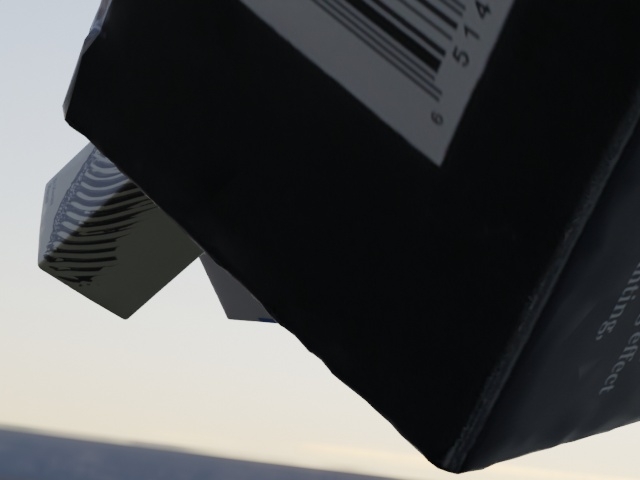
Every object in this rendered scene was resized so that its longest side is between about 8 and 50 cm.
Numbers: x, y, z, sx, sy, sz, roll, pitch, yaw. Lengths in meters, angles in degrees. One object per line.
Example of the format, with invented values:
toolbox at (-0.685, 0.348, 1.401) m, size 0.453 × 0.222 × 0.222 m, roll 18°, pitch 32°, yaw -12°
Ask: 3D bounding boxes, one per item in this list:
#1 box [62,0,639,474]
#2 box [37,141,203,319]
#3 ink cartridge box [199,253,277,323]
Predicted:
box at (0.157, -0.125, 0.637) m, size 0.395 × 0.293 × 0.212 m, roll -7°, pitch 39°, yaw -45°
box at (-0.095, -0.068, 1.381) m, size 0.094 × 0.113 × 0.275 m, roll 34°, pitch -61°, yaw -28°
ink cartridge box at (0.000, 0.000, 1.870) m, size 0.203 × 0.086 × 0.148 m, roll -32°, pitch 17°, yaw -29°
